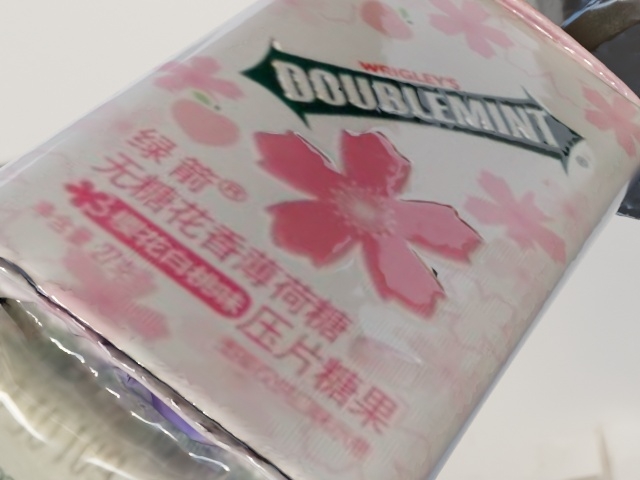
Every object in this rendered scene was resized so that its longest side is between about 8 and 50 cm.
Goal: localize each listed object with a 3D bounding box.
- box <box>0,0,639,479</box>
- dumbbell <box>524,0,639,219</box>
[{"bbox_3d":[0.000,0.000,0.630,0.112,0.190,0.369,-60,-8,34],"label":"box"},{"bbox_3d":[0.205,-0.189,0.913,0.203,0.204,0.322,76,-167,-52],"label":"dumbbell"}]
